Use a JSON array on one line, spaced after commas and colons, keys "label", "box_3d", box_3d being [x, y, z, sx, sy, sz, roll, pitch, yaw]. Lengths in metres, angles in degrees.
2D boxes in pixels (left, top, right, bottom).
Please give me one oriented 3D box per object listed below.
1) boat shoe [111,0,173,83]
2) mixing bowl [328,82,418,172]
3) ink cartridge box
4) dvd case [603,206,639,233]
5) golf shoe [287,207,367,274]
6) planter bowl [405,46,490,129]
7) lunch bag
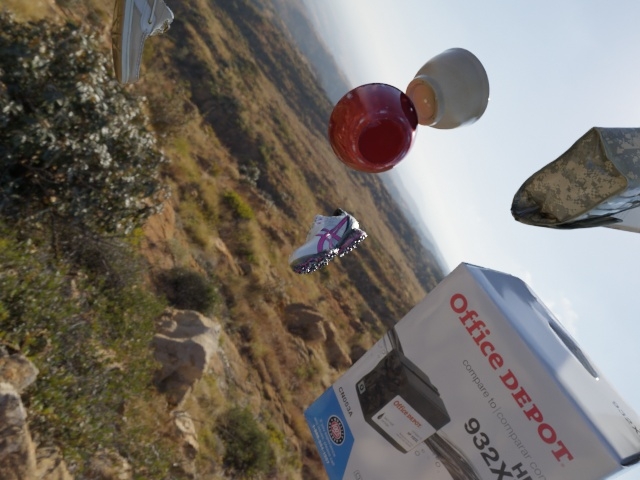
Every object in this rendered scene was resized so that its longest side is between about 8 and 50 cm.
[{"label": "boat shoe", "box_3d": [-0.188, -0.253, 0.493, 0.059, 0.170, 0.063, 2, 23, -35]}, {"label": "mixing bowl", "box_3d": [0.109, -0.200, 0.868, 0.098, 0.181, 0.181, -97, 161, -62]}, {"label": "ink cartridge box", "box_3d": [0.147, 0.209, 0.512, 0.129, 0.307, 0.223, 14, 36, -41]}, {"label": "dvd case", "box_3d": [0.796, -0.098, 1.204, 0.253, 0.180, 0.022, 20, -30, 55]}, {"label": "golf shoe", "box_3d": [0.000, 0.000, 0.806, 0.186, 0.067, 0.086, -27, 76, -47]}, {"label": "planter bowl", "box_3d": [0.243, -0.295, 0.923, 0.162, 0.109, 0.162, 44, -31, 36]}, {"label": "lunch bag", "box_3d": [0.615, -0.117, 1.035, 0.287, 0.235, 0.169, 128, -50, -58]}]
